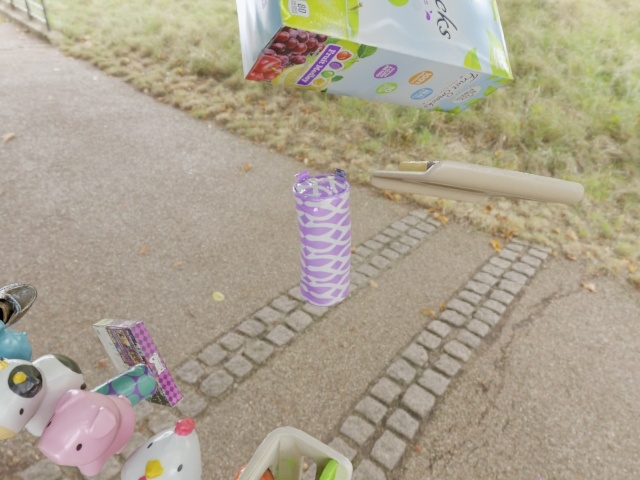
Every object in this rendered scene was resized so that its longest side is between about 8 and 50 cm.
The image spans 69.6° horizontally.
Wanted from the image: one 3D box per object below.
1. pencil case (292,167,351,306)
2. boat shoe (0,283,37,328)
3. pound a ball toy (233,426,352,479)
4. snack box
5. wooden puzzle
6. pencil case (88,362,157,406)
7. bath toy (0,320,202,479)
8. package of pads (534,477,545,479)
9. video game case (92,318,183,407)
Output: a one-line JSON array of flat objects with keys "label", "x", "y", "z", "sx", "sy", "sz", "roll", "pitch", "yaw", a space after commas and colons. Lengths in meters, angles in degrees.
[{"label": "pencil case", "x": 0.000, "y": 0.000, "z": 0.685, "sx": 0.088, "sy": 0.206, "sz": 0.086, "roll": 24, "pitch": 39, "yaw": 37}, {"label": "boat shoe", "x": -0.556, "y": 0.126, "z": 0.795, "sx": 0.066, "sy": 0.066, "sz": 0.183, "roll": -23, "pitch": 18, "yaw": 23}, {"label": "pound a ball toy", "x": -0.072, "y": 0.383, "z": 0.569, "sx": 0.135, "sy": 0.319, "sz": 0.208, "roll": 21, "pitch": 40, "yaw": 20}, {"label": "snack box", "x": 0.040, "y": -0.201, "z": 0.353, "sx": 0.207, "sy": 0.175, "sz": 0.070, "roll": -2, "pitch": -11, "yaw": -32}, {"label": "wooden puzzle", "x": 0.211, "y": -0.088, "z": 0.674, "sx": 0.220, "sy": 0.044, "sz": 0.238, "roll": 7, "pitch": 3, "yaw": -14}, {"label": "pencil case", "x": -0.346, "y": 0.266, "z": 0.766, "sx": 0.064, "sy": 0.070, "sz": 0.151, "roll": 30, "pitch": 23, "yaw": 17}, {"label": "bath toy", "x": -0.297, "y": 0.216, "z": 0.570, "sx": 0.348, "sy": 0.129, "sz": 0.151, "roll": 26, "pitch": 18, "yaw": 8}, {"label": "package of pads", "x": 0.223, "y": 0.299, "z": 0.509, "sx": 0.083, "sy": 0.050, "sz": 0.032, "roll": -39, "pitch": 45, "yaw": 10}, {"label": "video game case", "x": -0.466, "y": 0.306, "z": 1.168, "sx": 0.210, "sy": 0.232, "sz": 0.042, "roll": -7, "pitch": 20, "yaw": 42}]
